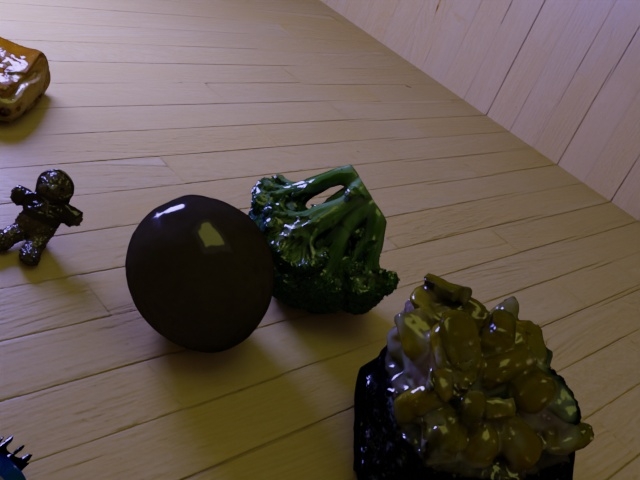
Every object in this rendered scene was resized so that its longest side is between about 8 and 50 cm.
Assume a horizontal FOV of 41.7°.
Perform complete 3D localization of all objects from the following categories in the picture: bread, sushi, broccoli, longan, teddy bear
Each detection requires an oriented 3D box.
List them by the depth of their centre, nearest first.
[{"bbox_3d":[0.220,0.226,1.151,0.329,0.285,0.328,20,29,-9],"label":"sushi"},{"bbox_3d":[-0.173,0.049,1.237,0.248,0.248,0.248,18,30,-11],"label":"longan"},{"bbox_3d":[-0.436,-0.034,1.306,0.119,0.078,0.160,26,68,1],"label":"teddy bear"},{"bbox_3d":[0.000,0.000,1.423,0.294,0.245,0.265,52,13,1],"label":"broccoli"},{"bbox_3d":[-0.643,-0.329,1.624,0.211,0.099,0.235,21,29,-5],"label":"bread"}]

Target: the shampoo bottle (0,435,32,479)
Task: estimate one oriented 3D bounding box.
[{"bbox_3d":[-0.378,0.271,0.878,0.087,0.050,0.183,27,29,10],"label":"shampoo bottle"}]
